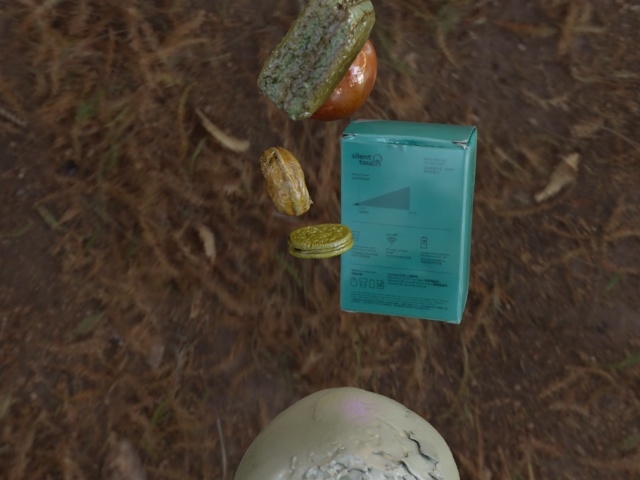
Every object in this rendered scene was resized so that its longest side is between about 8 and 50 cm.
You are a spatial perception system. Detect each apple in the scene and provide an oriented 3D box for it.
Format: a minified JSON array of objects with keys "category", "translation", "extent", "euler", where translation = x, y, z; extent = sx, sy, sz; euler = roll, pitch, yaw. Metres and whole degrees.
[{"category":"apple","translation":[0.012,-0.269,1.823],"extent":[0.163,0.163,0.139],"euler":[1,138,0]}]

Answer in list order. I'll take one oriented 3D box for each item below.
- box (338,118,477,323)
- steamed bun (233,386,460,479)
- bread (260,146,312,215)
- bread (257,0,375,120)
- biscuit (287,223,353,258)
[{"category":"box","translation":[0.140,-0.035,1.812],"extent":[0.205,0.118,0.311],"euler":[4,114,11]},{"category":"steamed bun","translation":[0.044,0.343,1.662],"extent":[0.333,0.312,0.233],"euler":[10,122,-7]},{"category":"bread","translation":[-0.046,-0.075,1.409],"extent":[0.044,0.111,0.083],"euler":[-22,108,-6]},{"category":"bread","translation":[0.000,-0.283,1.663],"extent":[0.102,0.138,0.196],"euler":[37,113,-1]},{"category":"biscuit","translation":[0.000,0.000,1.436],"extent":[0.084,0.084,0.023],"euler":[-7,110,2]}]
